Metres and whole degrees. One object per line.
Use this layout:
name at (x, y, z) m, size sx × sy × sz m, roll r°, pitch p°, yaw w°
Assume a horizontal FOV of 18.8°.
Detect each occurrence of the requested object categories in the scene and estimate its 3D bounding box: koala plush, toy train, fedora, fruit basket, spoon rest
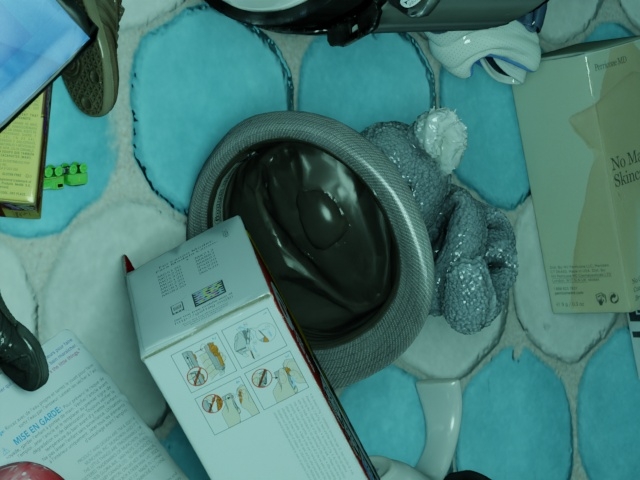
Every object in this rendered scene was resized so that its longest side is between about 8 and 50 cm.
koala plush at (0.095, -0.034, 2.036) m, size 0.203 × 0.196 × 0.221 m, roll -52°, pitch 122°, yaw -48°
toy train at (-0.249, -0.058, 1.795) m, size 0.083 × 0.017 × 0.023 m, roll -11°, pitch 106°, yaw -45°
fedora at (0.000, 0.000, 1.918) m, size 0.275 × 0.244 × 0.124 m, roll 53°, pitch 21°, yaw 2°
fruit basket at (-0.227, 0.295, 1.708) m, size 0.353 × 0.165 × 0.327 m, roll 48°, pitch 46°, yaw 4°
spoon rest at (0.081, 0.246, 2.044) m, size 0.276 × 0.137 × 0.084 m, roll -44°, pitch 122°, yaw -51°

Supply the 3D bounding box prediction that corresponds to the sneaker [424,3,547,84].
sneaker at (0.219, -0.303, 2.221) m, size 0.323 × 0.130 × 0.236 m, roll -28°, pitch 115°, yaw -46°

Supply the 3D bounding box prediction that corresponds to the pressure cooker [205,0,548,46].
pressure cooker at (0.038, -0.372, 1.856) m, size 0.420 × 0.370 × 0.375 m, roll -7°, pitch 95°, yaw -43°

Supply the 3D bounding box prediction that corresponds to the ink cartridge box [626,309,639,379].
ink cartridge box at (0.442, -0.001, 2.461) m, size 0.165 × 0.065 × 0.332 m, roll -21°, pitch 102°, yaw -43°

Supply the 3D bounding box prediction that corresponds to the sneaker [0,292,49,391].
sneaker at (-0.312, 0.073, 1.695) m, size 0.089 × 0.051 × 0.170 m, roll -37°, pitch 102°, yaw -47°

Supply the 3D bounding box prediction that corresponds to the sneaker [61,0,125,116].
sneaker at (-0.208, -0.212, 1.811) m, size 0.071 × 0.066 × 0.188 m, roll -19°, pitch 102°, yaw -45°

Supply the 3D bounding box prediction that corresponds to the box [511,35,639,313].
box at (0.336, -0.079, 2.315) m, size 0.148 × 0.121 × 0.311 m, roll -21°, pitch 102°, yaw -43°

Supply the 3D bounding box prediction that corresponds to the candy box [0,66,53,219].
candy box at (-0.266, -0.119, 1.714) m, size 0.053 × 0.109 × 0.186 m, roll 6°, pitch 81°, yaw -4°

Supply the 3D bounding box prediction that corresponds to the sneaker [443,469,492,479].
sneaker at (0.205, 0.327, 2.154) m, size 0.330 × 0.130 × 0.147 m, roll -2°, pitch 91°, yaw -45°

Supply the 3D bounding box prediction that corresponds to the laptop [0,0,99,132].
laptop at (-0.326, -0.155, 1.547) m, size 0.234 × 0.136 × 0.264 m, roll 48°, pitch 28°, yaw -21°

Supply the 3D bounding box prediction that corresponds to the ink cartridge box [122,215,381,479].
ink cartridge box at (-0.054, 0.150, 1.792) m, size 0.130 × 0.272 × 0.309 m, roll -27°, pitch 113°, yaw 0°
